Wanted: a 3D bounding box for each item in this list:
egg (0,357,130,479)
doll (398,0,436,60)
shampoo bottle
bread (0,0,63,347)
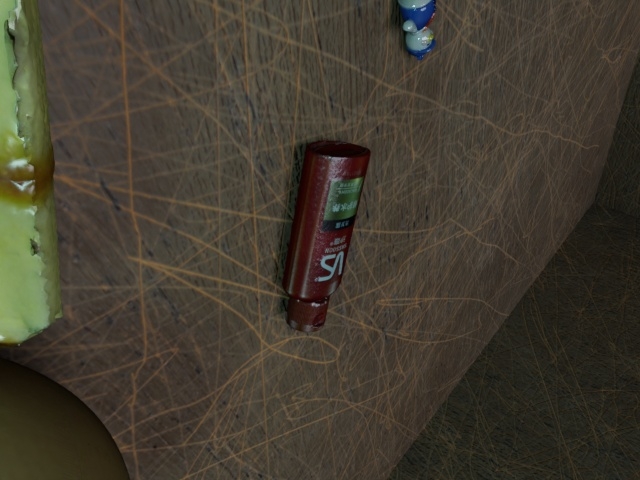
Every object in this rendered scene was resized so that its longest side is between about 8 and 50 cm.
[{"bbox_3d":[-0.310,0.229,0.357,0.301,0.301,0.374,-54,143,-11],"label":"egg"},{"bbox_3d":[0.151,-0.340,0.769,0.099,0.057,0.143,-61,154,-27],"label":"doll"},{"bbox_3d":[0.001,0.000,0.795,0.118,0.076,0.315,-18,128,-49],"label":"shampoo bottle"},{"bbox_3d":[-0.292,-0.056,0.288,0.235,0.198,0.264,-11,121,-40],"label":"bread"}]
